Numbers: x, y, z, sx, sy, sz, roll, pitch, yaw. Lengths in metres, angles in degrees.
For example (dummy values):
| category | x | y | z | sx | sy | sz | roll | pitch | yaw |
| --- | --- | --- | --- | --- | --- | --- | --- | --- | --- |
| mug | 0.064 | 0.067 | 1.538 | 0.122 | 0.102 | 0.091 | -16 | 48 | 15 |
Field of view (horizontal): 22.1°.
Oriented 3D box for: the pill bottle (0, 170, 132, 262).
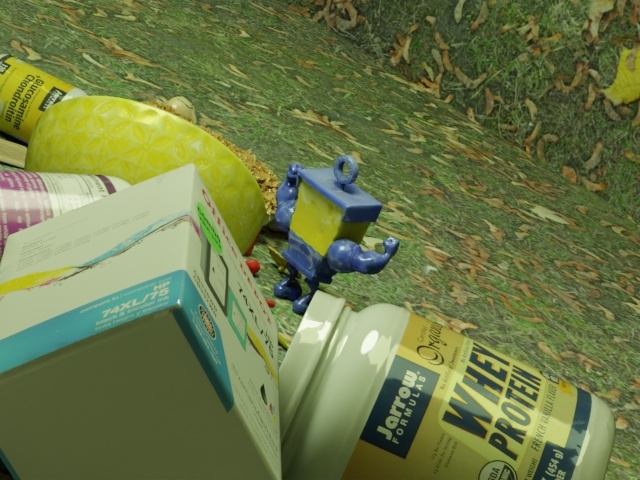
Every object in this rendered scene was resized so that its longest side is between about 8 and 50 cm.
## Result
| category | x | y | z | sx | sy | sz | roll | pitch | yaw |
| --- | --- | --- | --- | --- | --- | --- | --- | --- | --- |
| pill bottle | -0.268 | 0.017 | 1.616 | 0.301 | 0.169 | 0.169 | 2 | 25 | -28 |

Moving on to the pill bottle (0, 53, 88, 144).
| category | x | y | z | sx | sy | sz | roll | pitch | yaw |
| --- | --- | --- | --- | --- | --- | --- | --- | --- | --- |
| pill bottle | -0.387 | -0.180 | 2.291 | 0.184 | 0.103 | 0.103 | 26 | 17 | 9 |

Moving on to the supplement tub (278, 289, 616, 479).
| category | x | y | z | sx | sy | sz | roll | pitch | yaw |
| --- | --- | --- | --- | --- | --- | --- | --- | --- | --- |
| supplement tub | 0.100 | 0.198 | 1.579 | 0.316 | 0.228 | 0.228 | 24 | 17 | 2 |

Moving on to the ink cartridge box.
| category | x | y | z | sx | sy | sz | roll | pitch | yaw |
| --- | --- | --- | --- | --- | --- | --- | --- | --- | --- |
| ink cartridge box | -0.160 | 0.100 | 1.413 | 0.270 | 0.197 | 0.198 | -95 | 161 | -62 |

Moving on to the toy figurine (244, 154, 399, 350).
| category | x | y | z | sx | sy | sz | roll | pitch | yaw |
| --- | --- | --- | --- | --- | --- | --- | --- | --- | --- |
| toy figurine | 0.000 | 0.000 | 2.065 | 0.191 | 0.217 | 0.362 | 7 | 23 | -43 |

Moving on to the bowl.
| category | x | y | z | sx | sy | sz | roll | pitch | yaw |
| --- | --- | --- | --- | --- | --- | --- | --- | --- | --- |
| bowl | -0.222 | -0.014 | 1.865 | 0.289 | 0.289 | 0.156 | 22 | 60 | -4 |

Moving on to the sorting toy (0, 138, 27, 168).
| category | x | y | z | sx | sy | sz | roll | pitch | yaw |
| --- | --- | --- | --- | --- | --- | --- | --- | --- | --- |
| sorting toy | -0.428 | -0.119 | 2.207 | 0.083 | 0.012 | 0.062 | 17 | 23 | -32 |

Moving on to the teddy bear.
| category | x | y | z | sx | sy | sz | roll | pitch | yaw |
| --- | --- | --- | --- | --- | --- | --- | --- | --- | --- |
| teddy bear | -0.154 | -0.114 | 2.388 | 0.245 | 0.113 | 0.338 | 11 | 21 | -42 |
